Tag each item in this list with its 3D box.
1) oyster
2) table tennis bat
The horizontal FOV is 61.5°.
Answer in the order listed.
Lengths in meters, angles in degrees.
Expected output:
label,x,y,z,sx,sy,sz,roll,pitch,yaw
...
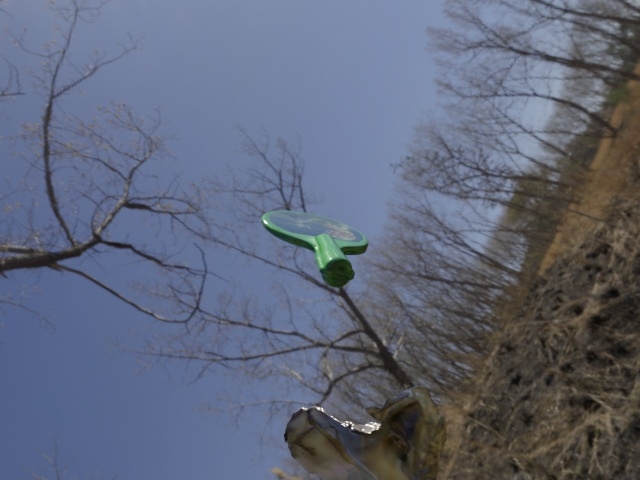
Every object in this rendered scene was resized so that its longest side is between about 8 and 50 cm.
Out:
label,x,y,z,sx,sy,sz,roll,pitch,yaw
oyster,0.057,0.299,0.717,0.100,0.270,0.276,-35,-65,-48
table tennis bat,0.000,0.000,0.747,0.257,0.160,0.039,-118,40,-69
